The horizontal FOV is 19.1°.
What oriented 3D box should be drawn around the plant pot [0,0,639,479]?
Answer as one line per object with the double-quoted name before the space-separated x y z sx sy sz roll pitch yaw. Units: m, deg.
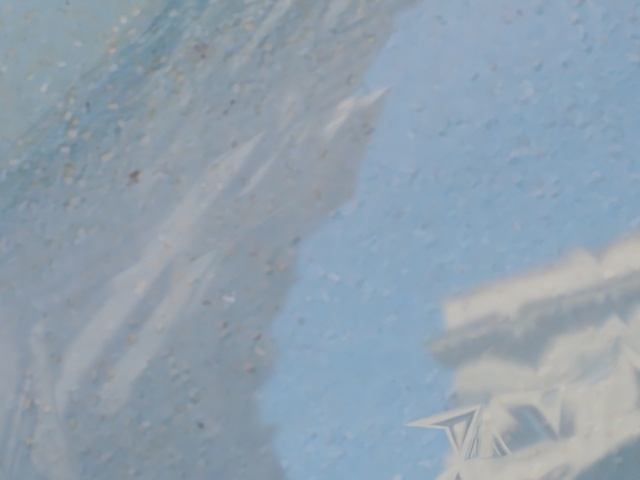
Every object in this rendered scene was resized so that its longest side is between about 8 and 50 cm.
"plant pot" 0.000 0.000 0.556 0.248 0.252 0.247 -37 -4 0
